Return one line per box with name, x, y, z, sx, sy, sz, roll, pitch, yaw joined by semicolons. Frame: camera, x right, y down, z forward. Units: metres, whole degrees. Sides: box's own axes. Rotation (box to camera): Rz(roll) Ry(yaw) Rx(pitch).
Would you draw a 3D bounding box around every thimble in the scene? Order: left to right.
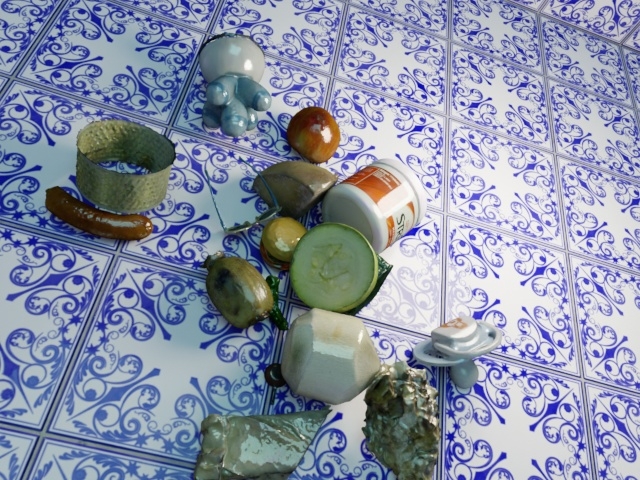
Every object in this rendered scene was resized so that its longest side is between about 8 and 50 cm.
thimble;-0.554;-0.212;1.592;0.270;0.150;0.271;14;38;-12

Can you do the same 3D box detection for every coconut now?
coconut;0.034;0.307;1.474;0.265;0.237;0.237;18;55;-10

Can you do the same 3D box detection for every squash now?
squash;0.035;0.078;1.550;0.252;0.049;0.252;-4;76;17

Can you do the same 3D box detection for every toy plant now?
toy plant;-0.288;-0.489;1.865;0.247;0.247;0.332;1;63;-19

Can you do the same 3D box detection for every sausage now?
sausage;-0.622;-0.063;1.563;0.302;0.076;0.103;21;56;-6

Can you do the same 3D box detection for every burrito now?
burrito;-0.136;0.506;1.373;0.347;0.107;0.175;1;76;-17

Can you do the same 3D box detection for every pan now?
pan;-0.119;0.381;1.500;0.068;0.023;0.115;14;56;-13

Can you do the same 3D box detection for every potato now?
potato;-0.061;-0.204;1.745;0.211;0.264;0.189;-40;88;-28

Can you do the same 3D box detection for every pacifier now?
pacifier;0.417;0.343;1.646;0.278;0.227;0.207;-20;108;-28

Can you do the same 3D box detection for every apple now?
apple;-0.025;-0.365;1.928;0.195;0.160;0.173;38;76;13

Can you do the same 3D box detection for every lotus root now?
lotus root;-0.241;0.120;1.550;0.154;0.154;0.278;-26;63;-30

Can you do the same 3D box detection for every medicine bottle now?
medicine bottle;0.165;-0.100;1.757;0.241;0.252;0.252;-36;76;-32

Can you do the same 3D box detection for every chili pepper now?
chili pepper;-0.129;0.185;1.588;0.050;0.073;0.182;11;48;-41

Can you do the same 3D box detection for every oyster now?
oyster;0.229;0.485;1.466;0.237;0.115;0.352;-6;86;-22

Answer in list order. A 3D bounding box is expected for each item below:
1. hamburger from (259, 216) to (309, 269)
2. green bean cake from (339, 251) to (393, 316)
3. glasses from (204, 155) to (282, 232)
hamburger;-0.106;0.008;1.678;0.162;0.115;0.162;11;56;-16
green bean cake;0.099;0.136;1.620;0.107;0.208;0.193;45;53;14
glasses;-0.246;-0.135;1.708;0.189;0.088;0.221;-27;83;-20
